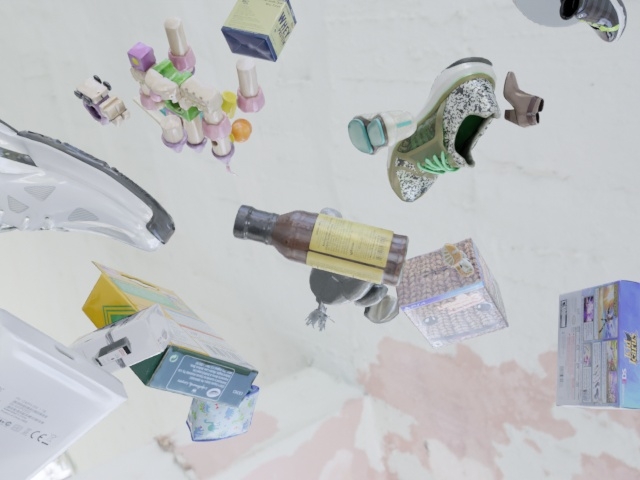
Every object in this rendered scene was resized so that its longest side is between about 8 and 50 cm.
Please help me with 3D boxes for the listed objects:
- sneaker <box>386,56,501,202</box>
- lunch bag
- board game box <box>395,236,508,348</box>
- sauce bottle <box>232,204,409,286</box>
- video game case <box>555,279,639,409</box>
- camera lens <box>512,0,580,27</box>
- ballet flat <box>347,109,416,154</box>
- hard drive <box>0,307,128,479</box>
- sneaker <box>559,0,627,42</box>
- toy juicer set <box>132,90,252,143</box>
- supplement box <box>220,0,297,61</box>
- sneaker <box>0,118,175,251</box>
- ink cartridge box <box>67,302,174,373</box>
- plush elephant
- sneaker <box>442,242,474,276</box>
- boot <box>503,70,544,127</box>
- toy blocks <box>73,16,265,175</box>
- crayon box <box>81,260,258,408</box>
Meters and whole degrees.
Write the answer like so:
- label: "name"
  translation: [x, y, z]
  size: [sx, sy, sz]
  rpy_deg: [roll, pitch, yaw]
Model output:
- label: "sneaker"
  translation: [0.279, -0.211, 1.693]
  size: [0.410, 0.157, 0.182]
  rpy_deg: [117, -32, -44]
- label: "lunch bag"
  translation: [-0.226, 0.395, 1.740]
  size: [0.096, 0.151, 0.129]
  rpy_deg: [-128, -131, -56]
- label: "board game box"
  translation: [0.363, 0.154, 2.054]
  size: [0.291, 0.231, 0.141]
  rpy_deg: [48, 28, -49]
- label: "sauce bottle"
  translation: [0.000, 0.000, 1.465]
  size: [0.344, 0.111, 0.112]
  rpy_deg: [16, -50, 5]
- label: "video game case"
  translation: [0.619, 0.239, 1.657]
  size: [0.244, 0.061, 0.270]
  rpy_deg: [138, -41, -73]
- label: "camera lens"
  translation: [0.470, -0.578, 1.472]
  size: [0.274, 0.219, 0.219]
  rpy_deg: [-81, -174, -45]
- label: "ballet flat"
  translation: [0.081, -0.141, 0.956]
  size: [0.168, 0.052, 0.057]
  rpy_deg: [-148, -140, -75]
- label: "hard drive"
  translation: [-0.392, 0.223, 0.806]
  size: [0.040, 0.307, 0.203]
  rpy_deg: [51, 1, 43]
- label: "sneaker"
  translation: [0.442, -0.404, 1.255]
  size: [0.234, 0.097, 0.084]
  rpy_deg: [42, 6, -47]
- label: "toy juicer set"
  translation: [-0.341, -0.314, 2.069]
  size: [0.209, 0.328, 0.089]
  rpy_deg: [57, -44, 23]
- label: "supplement box"
  translation: [-0.095, -0.334, 1.155]
  size: [0.083, 0.083, 0.056]
  rpy_deg: [17, -21, 20]
- label: "sneaker"
  translation: [-0.438, -0.023, 1.005]
  size: [0.447, 0.258, 0.169]
  rpy_deg: [23, -12, 2]
- label: "ink cartridge box"
  translation: [-0.290, 0.149, 1.063]
  size: [0.099, 0.135, 0.056]
  rpy_deg: [-97, 163, -82]
- label: "plush elephant"
  translation: [0.108, 0.098, 2.087]
  size: [0.271, 0.255, 0.330]
  rpy_deg: [38, -60, 29]
- label: "sneaker"
  translation: [0.231, 0.028, 1.271]
  size: [0.083, 0.031, 0.037]
  rpy_deg: [46, 23, -33]
- label: "boot"
  translation: [0.435, -0.300, 1.582]
  size: [0.087, 0.042, 0.119]
  rpy_deg: [13, -69, 46]
- label: "toy blocks"
  translation: [-0.318, -0.280, 1.668]
  size: [0.288, 0.309, 0.260]
  rpy_deg: [33, -26, 21]
- label: "crayon box"
  translation: [-0.280, 0.164, 1.309]
  size: [0.323, 0.203, 0.083]
  rpy_deg: [33, -86, 45]
